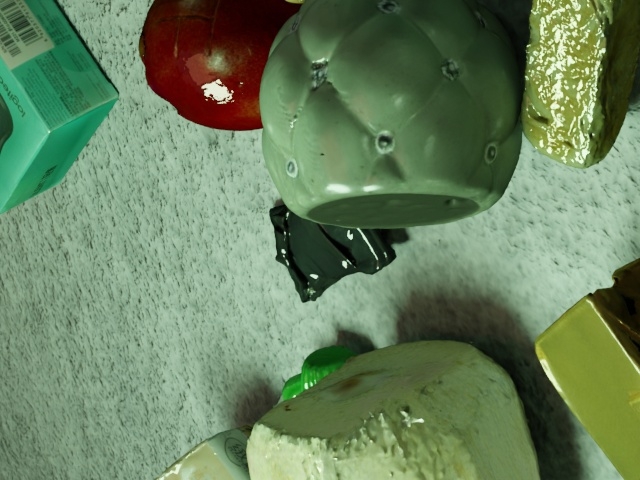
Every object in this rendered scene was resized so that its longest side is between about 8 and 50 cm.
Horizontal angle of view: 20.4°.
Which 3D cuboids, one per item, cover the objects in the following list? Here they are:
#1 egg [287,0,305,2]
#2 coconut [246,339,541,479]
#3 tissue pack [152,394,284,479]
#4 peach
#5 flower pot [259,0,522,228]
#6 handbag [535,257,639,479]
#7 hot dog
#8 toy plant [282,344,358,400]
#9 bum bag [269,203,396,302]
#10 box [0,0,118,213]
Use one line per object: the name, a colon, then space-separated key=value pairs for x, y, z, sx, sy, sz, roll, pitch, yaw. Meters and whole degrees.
egg: x=-0.011 y=-0.264 z=1.702 sx=0.071 sy=0.083 sz=0.071 roll=46 pitch=161 yaw=21
coconut: x=0.084 y=0.258 z=1.840 sx=0.297 sy=0.297 sz=0.254 roll=-1 pitch=109 yaw=57
tissue pack: x=-0.032 y=0.362 z=2.213 sx=0.305 sy=0.238 sz=0.238 roll=52 pitch=150 yaw=13
peach: x=-0.081 y=-0.199 z=1.783 sx=0.197 sy=0.197 sz=0.197 roll=37 pitch=144 yaw=33
flower pot: x=0.063 y=-0.120 z=1.572 sx=0.246 sy=0.246 sz=0.195 roll=-19 pitch=69 yaw=60
handbag: x=0.348 y=0.196 z=1.457 sx=0.401 sy=0.133 sz=0.283 roll=55 pitch=176 yaw=7
hot dog: x=0.219 y=-0.169 z=1.453 sx=0.084 sy=0.073 sz=0.242 roll=33 pitch=142 yaw=33
toy plant: x=0.053 y=0.231 z=2.060 sx=0.240 sy=0.088 sz=0.154 roll=53 pitch=136 yaw=-4
bum bag: x=0.000 y=0.000 z=1.951 sx=0.123 sy=0.060 sz=0.248 roll=58 pitch=151 yaw=0
box: x=-0.401 y=-0.185 z=2.330 sx=0.205 sy=0.118 sz=0.311 roll=58 pitch=150 yaw=5
